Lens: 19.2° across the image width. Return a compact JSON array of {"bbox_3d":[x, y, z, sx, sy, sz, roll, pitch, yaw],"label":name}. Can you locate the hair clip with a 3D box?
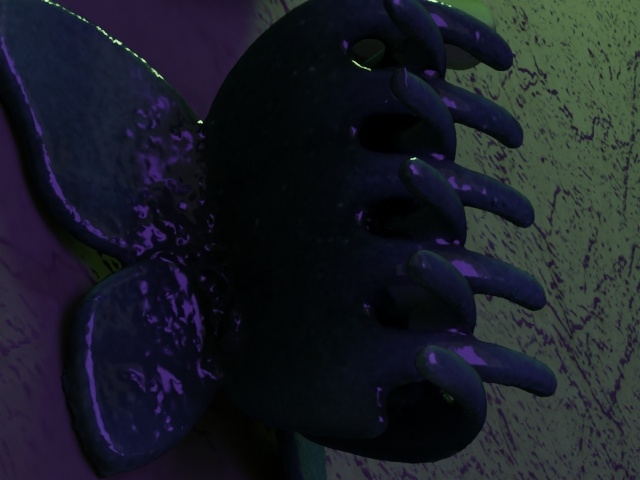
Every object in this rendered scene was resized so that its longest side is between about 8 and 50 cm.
[{"bbox_3d":[0.000,0.000,1.227,0.392,0.238,0.318,31,47,-52],"label":"hair clip"}]

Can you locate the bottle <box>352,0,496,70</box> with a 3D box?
[{"bbox_3d":[0.091,-0.194,1.722,0.201,0.072,0.072,-6,76,-63],"label":"bottle"}]
